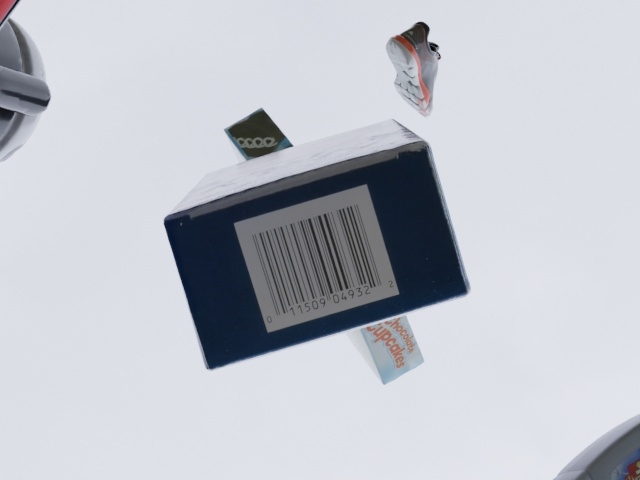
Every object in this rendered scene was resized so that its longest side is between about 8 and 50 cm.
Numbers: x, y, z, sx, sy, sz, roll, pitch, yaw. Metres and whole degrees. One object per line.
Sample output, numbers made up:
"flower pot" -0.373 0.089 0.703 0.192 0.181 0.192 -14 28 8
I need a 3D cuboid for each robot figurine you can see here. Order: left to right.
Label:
"robot figurine" -0.383 -0.157 1.274 0.173 0.278 0.209 -43 -112 15

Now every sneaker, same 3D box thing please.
"sneaker" 0.129 -0.211 1.681 0.065 0.158 0.061 -42 -117 -11

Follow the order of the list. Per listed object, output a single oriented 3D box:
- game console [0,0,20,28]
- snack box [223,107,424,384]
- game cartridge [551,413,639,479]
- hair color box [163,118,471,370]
"game console" -0.262 -0.173 0.716 0.386 0.060 0.342 -45 -131 29
"snack box" 0.000 0.000 1.543 0.060 0.187 0.322 -30 -139 -7
"game cartridge" 0.319 0.247 1.190 0.297 0.062 0.198 -23 -91 -31
"hair color box" -0.004 -0.012 0.985 0.173 0.347 0.105 -16 -83 1
